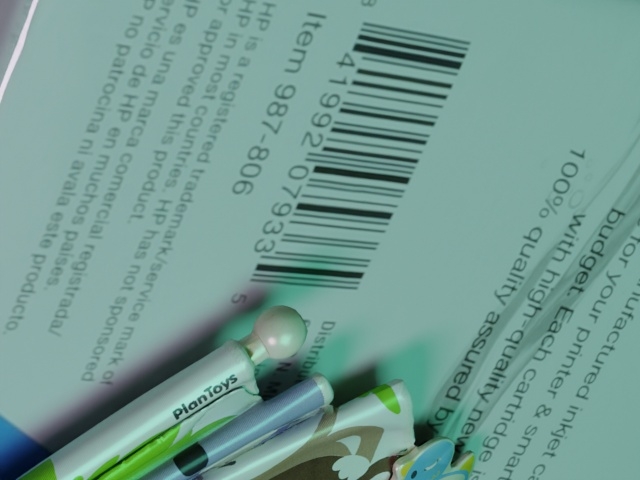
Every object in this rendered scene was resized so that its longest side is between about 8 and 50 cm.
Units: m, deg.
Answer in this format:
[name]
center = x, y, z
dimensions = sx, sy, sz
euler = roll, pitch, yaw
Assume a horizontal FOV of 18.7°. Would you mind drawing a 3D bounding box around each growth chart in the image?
[growth chart]
center = -0.023, 0.112, 0.619
dimensions = 0.172, 0.021, 0.237
euler = -37, 140, -4

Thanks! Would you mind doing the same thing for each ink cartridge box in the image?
[ink cartridge box]
center = 0.000, 0.000, 0.682
dimensions = 0.395, 0.166, 0.285
euler = 6, 120, -39
